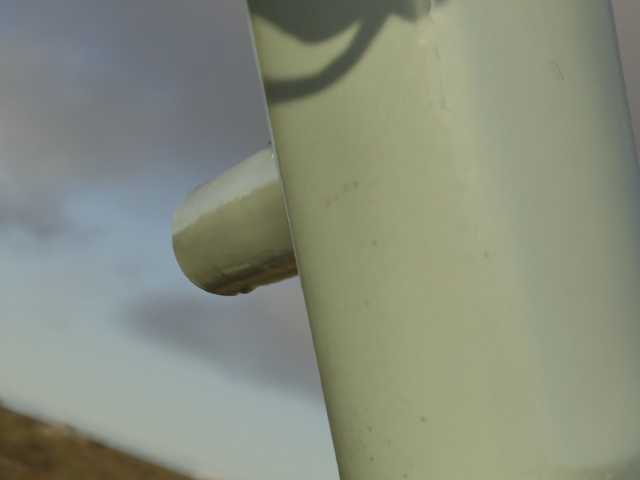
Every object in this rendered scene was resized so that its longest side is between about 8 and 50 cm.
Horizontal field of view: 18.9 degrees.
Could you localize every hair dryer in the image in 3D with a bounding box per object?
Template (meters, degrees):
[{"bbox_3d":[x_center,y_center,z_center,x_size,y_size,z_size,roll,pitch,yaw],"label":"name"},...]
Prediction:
[{"bbox_3d":[0.000,0.000,0.461,0.073,0.131,0.236,-9,-2,-21],"label":"hair dryer"}]
